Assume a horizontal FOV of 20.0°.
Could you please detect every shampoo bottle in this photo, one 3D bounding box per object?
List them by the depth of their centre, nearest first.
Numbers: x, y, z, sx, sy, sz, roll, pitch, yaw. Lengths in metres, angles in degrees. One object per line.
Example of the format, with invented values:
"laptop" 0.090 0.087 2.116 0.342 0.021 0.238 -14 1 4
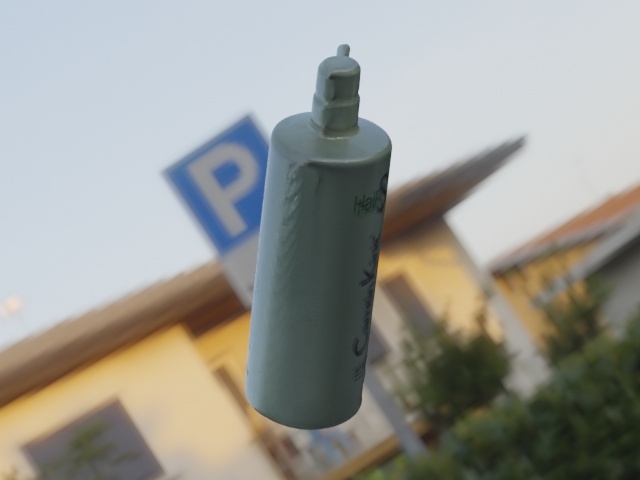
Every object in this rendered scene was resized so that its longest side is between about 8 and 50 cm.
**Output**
"shampoo bottle" 0.000 0.000 1.240 0.085 0.085 0.262 -24 -50 -43
